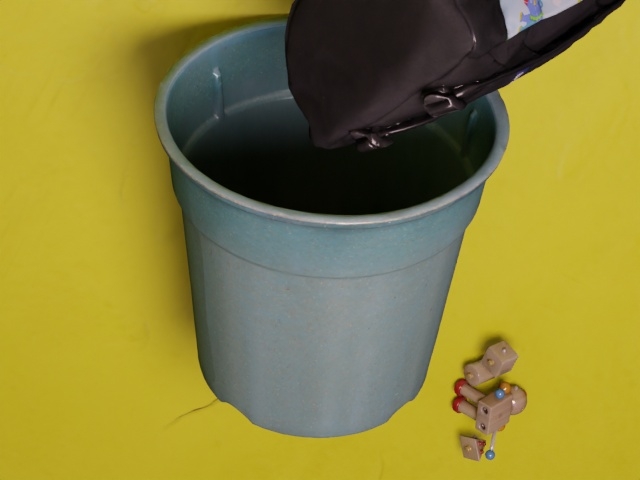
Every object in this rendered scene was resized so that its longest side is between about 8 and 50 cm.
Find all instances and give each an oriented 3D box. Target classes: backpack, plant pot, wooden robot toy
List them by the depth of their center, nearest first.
[{"bbox_3d":[0.156,-0.256,1.482,0.355,0.290,0.273,-18,84,-30],"label":"backpack"},{"bbox_3d":[0.000,0.000,1.656,0.341,0.341,0.334,1,130,-5],"label":"plant pot"},{"bbox_3d":[0.211,0.184,1.936,0.079,0.076,0.173,-20,130,-34],"label":"wooden robot toy"}]
